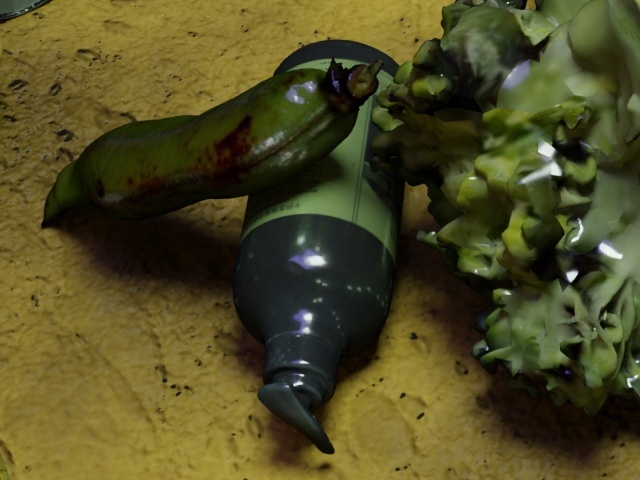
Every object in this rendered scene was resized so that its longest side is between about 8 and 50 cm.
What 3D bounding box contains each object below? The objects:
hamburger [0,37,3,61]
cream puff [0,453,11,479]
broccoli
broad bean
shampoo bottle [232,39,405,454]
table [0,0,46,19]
[{"bbox_3d":[-0.331,-0.124,1.345,0.237,0.149,0.237,-10,55,14],"label":"hamburger"},{"bbox_3d":[-0.237,0.181,1.084,0.146,0.116,0.146,-7,22,3],"label":"cream puff"},{"bbox_3d":[0.201,-0.070,1.126,0.334,0.272,0.324,-16,33,-7],"label":"broccoli"},{"bbox_3d":[-0.081,-0.053,1.194,0.339,0.061,0.077,-13,39,42],"label":"broad bean"},{"bbox_3d":[0.000,0.000,1.195,0.101,0.101,0.284,-1,48,11],"label":"shampoo bottle"},{"bbox_3d":[-0.285,-0.287,1.501,0.126,0.126,0.220,-25,48,-11],"label":"table"}]
